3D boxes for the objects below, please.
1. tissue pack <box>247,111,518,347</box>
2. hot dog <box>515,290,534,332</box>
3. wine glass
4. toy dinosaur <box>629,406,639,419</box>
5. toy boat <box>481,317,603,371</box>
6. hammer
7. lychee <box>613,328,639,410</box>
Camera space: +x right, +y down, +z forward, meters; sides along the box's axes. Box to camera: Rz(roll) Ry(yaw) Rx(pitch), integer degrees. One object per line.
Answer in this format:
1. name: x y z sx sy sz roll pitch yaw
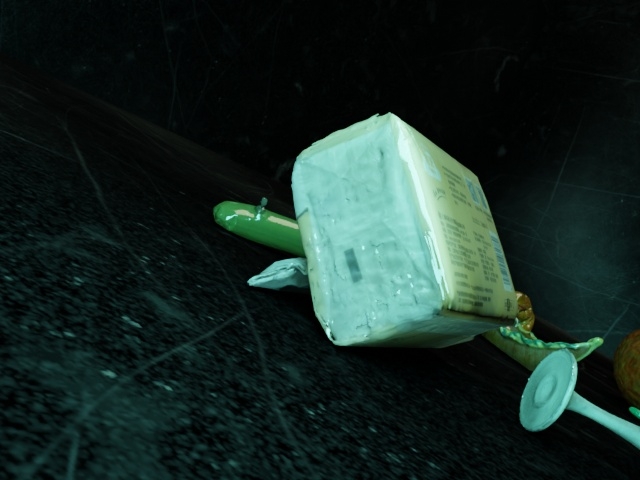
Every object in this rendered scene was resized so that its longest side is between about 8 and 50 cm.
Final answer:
1. tissue pack: 0.074 0.019 0.855 0.238 0.238 0.305 31 7 26
2. hot dog: 0.368 0.128 1.626 0.175 0.114 0.259 28 6 -13
3. wine glass: 0.407 0.168 0.862 0.309 0.264 0.096 28 -33 -6
4. toy dinosaur: 0.564 0.317 1.213 0.132 0.059 0.096 37 -2 7
5. toy boat: 0.381 0.181 1.334 0.108 0.099 0.293 26 -1 -24
6. hammer: 0.000 0.000 1.108 0.336 0.119 0.206 19 6 -20
7. lychee: 0.727 0.259 1.499 0.255 0.300 0.255 -13 -1 0
